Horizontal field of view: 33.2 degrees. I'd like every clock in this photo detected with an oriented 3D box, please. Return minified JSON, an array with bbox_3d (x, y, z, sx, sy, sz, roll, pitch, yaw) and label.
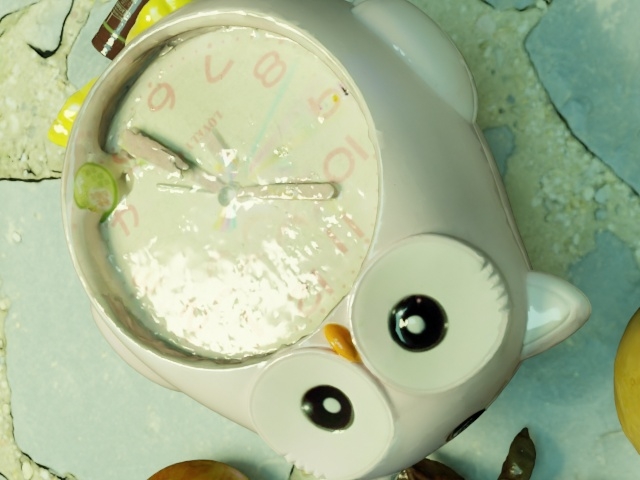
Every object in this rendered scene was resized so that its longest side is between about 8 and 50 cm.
[{"bbox_3d":[0.000,0.000,0.855,0.368,0.250,0.377,-45,73,16],"label":"clock"}]

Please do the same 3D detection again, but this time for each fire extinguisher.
[{"bbox_3d":[-0.155,-0.238,1.001,0.158,0.043,0.064,-52,35,15],"label":"fire extinguisher"}]

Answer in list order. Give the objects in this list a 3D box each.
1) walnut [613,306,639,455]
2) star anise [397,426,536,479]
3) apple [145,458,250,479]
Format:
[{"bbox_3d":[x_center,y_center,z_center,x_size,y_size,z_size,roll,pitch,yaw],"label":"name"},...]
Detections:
[{"bbox_3d":[0.322,0.121,0.786,0.193,0.193,0.226,-32,86,19],"label":"walnut"},{"bbox_3d":[0.148,0.263,0.902,0.212,0.111,0.196,10,104,12],"label":"star anise"},{"bbox_3d":[-0.117,0.270,0.977,0.146,0.146,0.146,1,94,19],"label":"apple"}]
